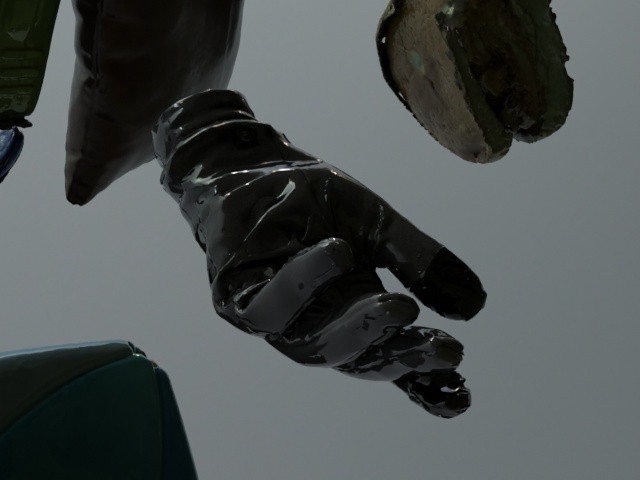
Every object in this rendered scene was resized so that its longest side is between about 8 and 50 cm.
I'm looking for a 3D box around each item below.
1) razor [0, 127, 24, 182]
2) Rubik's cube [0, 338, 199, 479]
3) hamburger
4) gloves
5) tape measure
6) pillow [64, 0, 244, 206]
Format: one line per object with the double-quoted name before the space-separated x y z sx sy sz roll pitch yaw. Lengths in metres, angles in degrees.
"razor" -0.412 0.005 0.922 0.093 0.324 0.056 49 -179 40
"Rubik's cube" -0.320 0.305 0.805 0.351 0.352 0.347 -2 -110 -46
"hamburger" 0.235 -0.292 1.466 0.195 0.277 0.318 -31 -67 -16
"gloves" -0.003 0.004 0.560 0.142 0.119 0.285 -22 -136 -25
"tape measure" -0.273 -0.199 0.711 0.154 0.177 0.087 29 -161 20
"pillow" -0.143 -0.217 0.856 0.108 0.305 0.308 18 -150 9
